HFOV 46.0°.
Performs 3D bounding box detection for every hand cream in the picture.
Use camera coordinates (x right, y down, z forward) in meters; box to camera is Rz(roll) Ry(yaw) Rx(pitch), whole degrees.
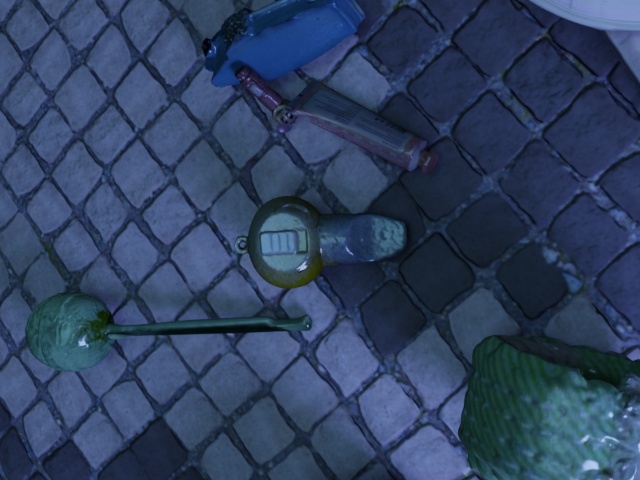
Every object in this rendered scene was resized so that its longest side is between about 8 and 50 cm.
[{"bbox_3d":[0.053,-0.143,0.961,0.209,0.043,0.067,32,65,22],"label":"hand cream"}]

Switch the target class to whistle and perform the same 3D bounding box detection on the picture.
[{"bbox_3d":[0.000,0.000,0.971,0.222,0.123,0.123,-4,89,3],"label":"whistle"}]

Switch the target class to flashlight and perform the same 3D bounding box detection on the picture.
[{"bbox_3d":[-0.068,-0.187,0.995,0.052,0.110,0.031,-39,31,20],"label":"flashlight"}]

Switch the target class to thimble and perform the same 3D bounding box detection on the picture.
[{"bbox_3d":[0.256,0.188,0.779,0.218,0.219,0.150,12,93,24],"label":"thimble"}]

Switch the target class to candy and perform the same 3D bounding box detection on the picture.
[{"bbox_3d":[-0.222,0.127,1.076,0.439,0.119,0.119,-3,89,16],"label":"candy"}]

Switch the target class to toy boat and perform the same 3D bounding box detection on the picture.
[{"bbox_3d":[-0.061,-0.278,0.990,0.237,0.109,0.098,-21,52,26],"label":"toy boat"}]

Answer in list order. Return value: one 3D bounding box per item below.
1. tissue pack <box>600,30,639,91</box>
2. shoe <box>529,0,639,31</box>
[{"bbox_3d":[0.406,-0.243,0.756,0.225,0.124,0.185,-33,79,22],"label":"tissue pack"},{"bbox_3d":[0.324,-0.257,0.637,0.362,0.160,0.132,10,94,24],"label":"shoe"}]
